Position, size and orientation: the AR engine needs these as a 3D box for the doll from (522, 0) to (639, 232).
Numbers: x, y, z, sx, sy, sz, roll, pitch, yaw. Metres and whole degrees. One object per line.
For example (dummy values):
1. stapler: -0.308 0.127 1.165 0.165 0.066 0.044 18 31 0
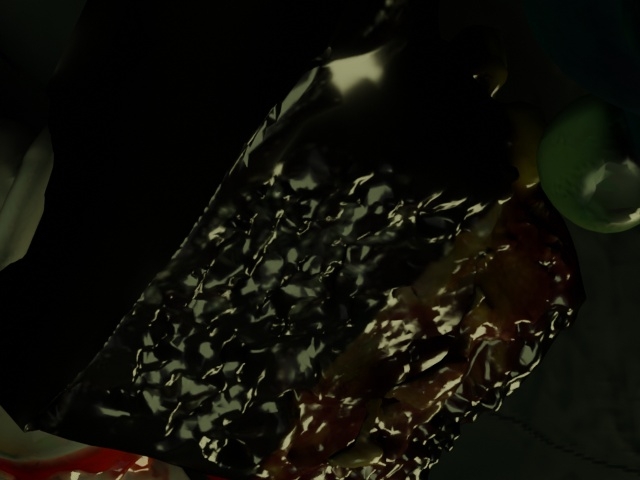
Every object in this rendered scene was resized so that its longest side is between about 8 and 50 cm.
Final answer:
1. doll: 0.182 -0.033 0.514 0.322 0.186 0.198 30 135 -6

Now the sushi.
1. sushi: 0.000 0.000 0.629 0.150 0.153 0.172 22 96 -33

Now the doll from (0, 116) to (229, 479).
1. doll: -0.100 0.088 0.791 0.188 0.099 0.384 2 139 15
